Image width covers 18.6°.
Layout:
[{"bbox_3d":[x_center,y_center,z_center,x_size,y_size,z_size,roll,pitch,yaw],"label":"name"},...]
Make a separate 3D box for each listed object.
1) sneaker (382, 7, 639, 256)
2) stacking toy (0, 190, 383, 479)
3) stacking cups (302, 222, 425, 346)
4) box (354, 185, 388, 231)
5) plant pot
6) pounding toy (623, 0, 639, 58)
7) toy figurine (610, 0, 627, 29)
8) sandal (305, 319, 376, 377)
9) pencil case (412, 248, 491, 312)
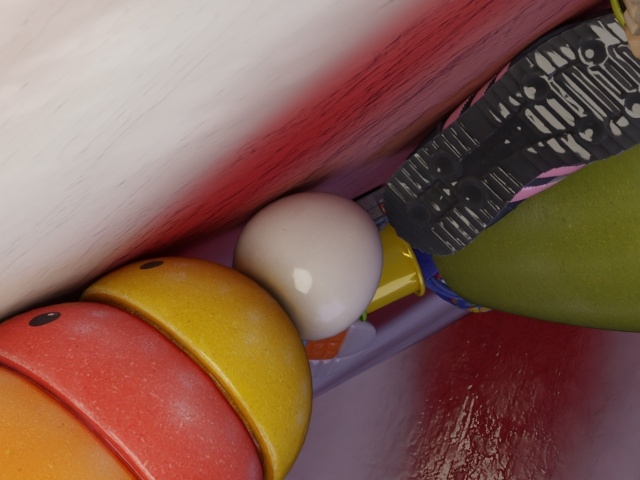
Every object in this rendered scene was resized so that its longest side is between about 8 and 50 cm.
[{"bbox_3d":[0.184,-0.108,1.547,0.319,0.112,0.131,-31,-171,39],"label":"sneaker"},{"bbox_3d":[-0.128,0.130,1.485,0.480,0.350,0.350,-44,-179,-28],"label":"stacking toy"},{"bbox_3d":[-0.060,0.072,1.865,0.316,0.096,0.096,-24,172,-10],"label":"stacking cups"},{"bbox_3d":[0.000,0.000,1.794,0.137,0.027,0.094,-27,174,-11],"label":"box"},{"bbox_3d":[0.247,-0.031,1.735,0.293,0.275,0.275,-15,-176,43],"label":"plant pot"},{"bbox_3d":[0.250,-0.161,1.146,0.154,0.155,0.269,-25,172,8],"label":"pounding toy"},{"bbox_3d":[0.389,-0.190,1.378,0.362,0.191,0.217,-28,177,5],"label":"toy figurine"},{"bbox_3d":[-0.062,0.087,2.023,0.265,0.076,0.102,2,141,-33],"label":"sandal"},{"bbox_3d":[0.162,0.014,2.105,0.133,0.119,0.306,-22,173,6],"label":"pencil case"}]
